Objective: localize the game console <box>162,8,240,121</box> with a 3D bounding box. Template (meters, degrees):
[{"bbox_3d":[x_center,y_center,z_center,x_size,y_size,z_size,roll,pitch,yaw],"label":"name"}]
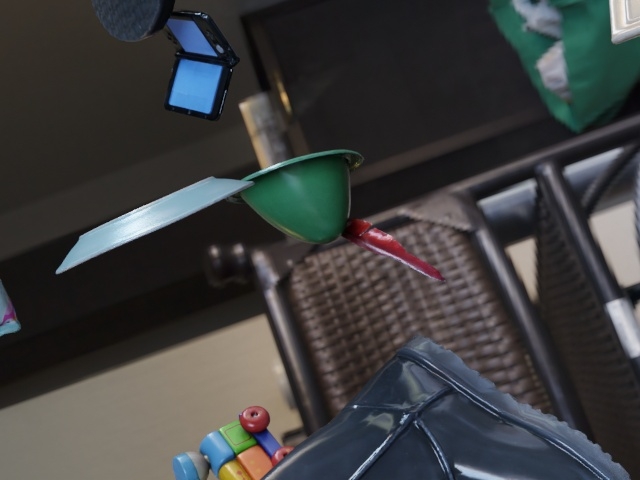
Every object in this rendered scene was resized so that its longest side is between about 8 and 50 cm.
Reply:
[{"bbox_3d":[-0.156,-0.205,1.325,0.122,0.071,0.107,18,151,48],"label":"game console"}]

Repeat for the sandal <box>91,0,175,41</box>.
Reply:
[{"bbox_3d":[-0.154,-0.372,1.221,0.168,0.107,0.446,59,146,18],"label":"sandal"}]

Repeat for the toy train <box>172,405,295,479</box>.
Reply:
[{"bbox_3d":[-0.085,0.344,1.529,0.248,0.143,0.105,45,147,41],"label":"toy train"}]

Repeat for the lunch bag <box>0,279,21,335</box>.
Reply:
[{"bbox_3d":[-0.449,0.000,1.204,0.262,0.160,0.223,21,134,53],"label":"lunch bag"}]

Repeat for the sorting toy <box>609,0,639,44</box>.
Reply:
[{"bbox_3d":[0.443,-0.330,1.391,0.038,0.193,0.208,48,-142,-36],"label":"sorting toy"}]

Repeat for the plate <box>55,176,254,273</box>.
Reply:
[{"bbox_3d":[-0.146,-0.020,0.998,0.188,0.188,0.024,-95,-19,-86],"label":"plate"}]

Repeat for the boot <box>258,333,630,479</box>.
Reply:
[{"bbox_3d":[0.086,0.344,1.234,0.367,0.445,0.146,31,143,29],"label":"boot"}]

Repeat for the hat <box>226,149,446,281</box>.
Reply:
[{"bbox_3d":[0.000,0.000,1.417,0.173,0.208,0.184,-6,-104,-48],"label":"hat"}]
